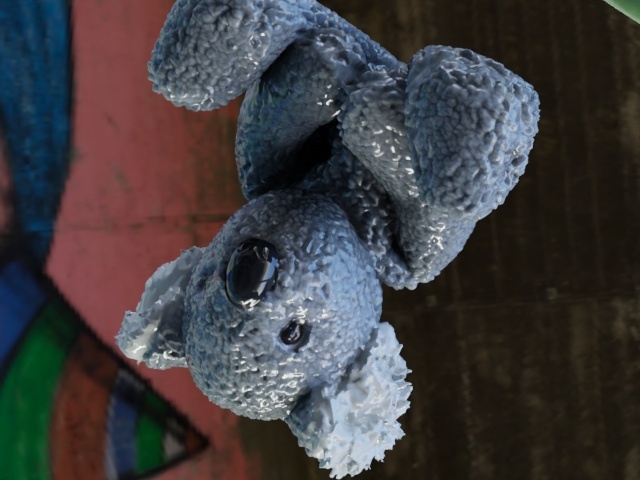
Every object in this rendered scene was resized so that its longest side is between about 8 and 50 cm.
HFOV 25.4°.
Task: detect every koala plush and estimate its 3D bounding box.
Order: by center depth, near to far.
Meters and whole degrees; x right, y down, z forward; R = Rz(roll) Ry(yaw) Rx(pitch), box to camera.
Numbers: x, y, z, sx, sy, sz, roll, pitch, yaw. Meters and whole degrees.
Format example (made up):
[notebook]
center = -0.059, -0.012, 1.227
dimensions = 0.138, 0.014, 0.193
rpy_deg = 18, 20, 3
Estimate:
[koala plush]
center = 0.000, 0.000, 0.758
dimensions = 0.196, 0.203, 0.221
rpy_deg = 23, -89, 17

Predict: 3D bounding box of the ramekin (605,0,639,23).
[ramekin]
center = 0.295, -0.231, 0.921
dimensions = 0.303, 0.303, 0.148
rpy_deg = 37, -55, 20
